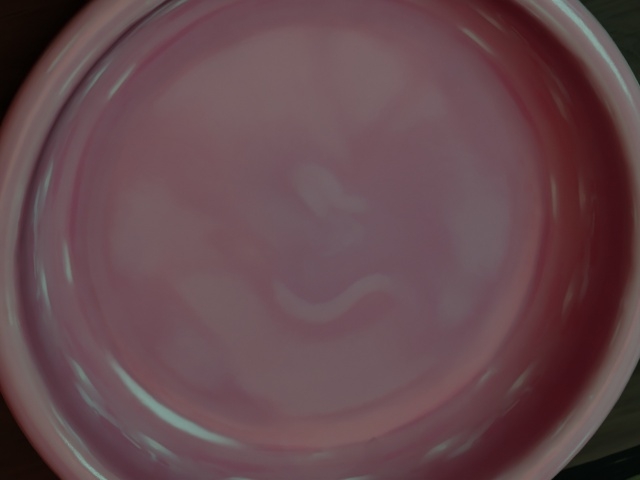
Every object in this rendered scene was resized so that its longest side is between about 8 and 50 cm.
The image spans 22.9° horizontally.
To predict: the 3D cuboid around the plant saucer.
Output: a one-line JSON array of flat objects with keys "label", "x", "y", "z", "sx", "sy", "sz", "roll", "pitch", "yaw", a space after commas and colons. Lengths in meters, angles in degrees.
[{"label": "plant saucer", "x": 0.000, "y": 0.000, "z": 0.770, "sx": 0.332, "sy": 0.084, "sz": 0.332, "roll": -3, "pitch": 109, "yaw": -10}]
